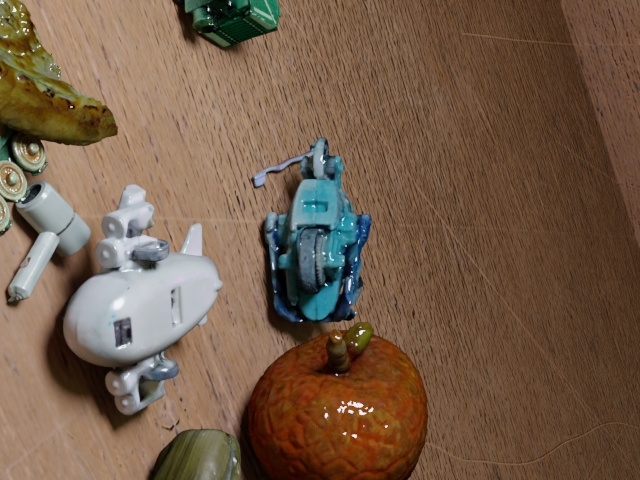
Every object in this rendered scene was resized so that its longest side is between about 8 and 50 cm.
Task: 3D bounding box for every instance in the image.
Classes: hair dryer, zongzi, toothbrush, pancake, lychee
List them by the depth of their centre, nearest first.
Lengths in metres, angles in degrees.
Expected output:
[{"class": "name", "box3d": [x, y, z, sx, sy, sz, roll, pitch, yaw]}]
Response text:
[{"class": "pancake", "box3d": [-0.356, -0.230, 1.382, 0.376, 0.054, 0.197, 42, 31, -26]}, {"class": "hair dryer", "box3d": [-0.312, 0.009, 1.458, 0.082, 0.047, 0.137, 52, 45, -35]}, {"class": "zongzi", "box3d": [-0.183, 0.303, 1.484, 0.242, 0.112, 0.221, 32, 53, -50]}, {"class": "lychee", "box3d": [0.023, 0.228, 1.746, 0.255, 0.255, 0.300, -51, 136, -55]}, {"class": "toothbrush", "box3d": [-0.052, -0.111, 1.981, 0.193, 0.013, 0.019, -34, 114, -59]}]

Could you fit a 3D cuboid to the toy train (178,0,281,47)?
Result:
[{"class": "toy train", "box3d": [-0.135, -0.405, 1.861, 0.154, 0.115, 0.270, 20, 60, -50]}]

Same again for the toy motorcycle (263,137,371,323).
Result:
[{"class": "toy motorcycle", "box3d": [0.000, 0.000, 1.912, 0.206, 0.154, 0.260, 78, 14, -50]}]

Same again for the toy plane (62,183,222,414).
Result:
[{"class": "toy plane", "box3d": [-0.204, 0.068, 1.535, 0.267, 0.122, 0.267, 5, 90, -65]}]

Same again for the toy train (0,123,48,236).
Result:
[{"class": "toy train", "box3d": [-0.363, -0.077, 1.371, 0.125, 0.080, 0.194, 50, 37, -25]}]
